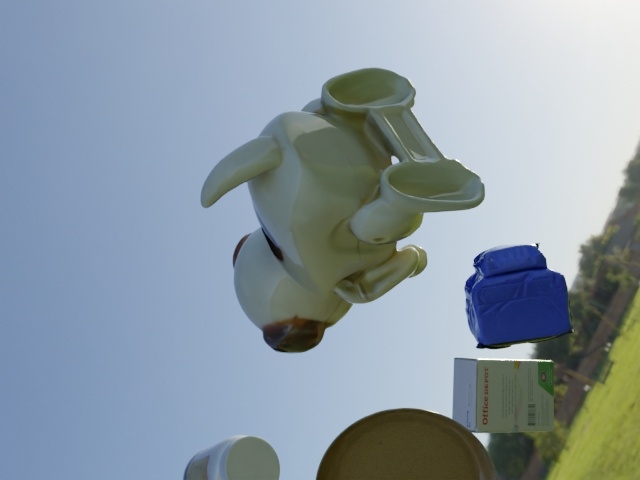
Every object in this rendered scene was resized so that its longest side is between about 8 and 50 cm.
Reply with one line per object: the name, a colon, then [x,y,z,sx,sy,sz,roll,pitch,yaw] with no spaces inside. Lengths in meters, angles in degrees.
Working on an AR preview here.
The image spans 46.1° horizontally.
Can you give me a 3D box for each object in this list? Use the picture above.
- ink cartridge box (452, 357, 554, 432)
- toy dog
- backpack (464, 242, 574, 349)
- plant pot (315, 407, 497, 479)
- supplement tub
ink cartridge box: [0.397,0.335,1.636,0.212,0.093,0.154,6,-98,-27]
toy dog: [0.000,0.000,1.154,0.395,0.285,0.408,-19,-31,-34]
backpack: [0.195,0.055,0.756,0.120,0.097,0.101,33,-127,-82]
plant pot: [0.111,0.322,0.986,0.032,0.236,0.236,-81,10,-77]
supplement tub: [-0.182,0.481,1.538,0.199,0.144,0.144,-37,7,49]
